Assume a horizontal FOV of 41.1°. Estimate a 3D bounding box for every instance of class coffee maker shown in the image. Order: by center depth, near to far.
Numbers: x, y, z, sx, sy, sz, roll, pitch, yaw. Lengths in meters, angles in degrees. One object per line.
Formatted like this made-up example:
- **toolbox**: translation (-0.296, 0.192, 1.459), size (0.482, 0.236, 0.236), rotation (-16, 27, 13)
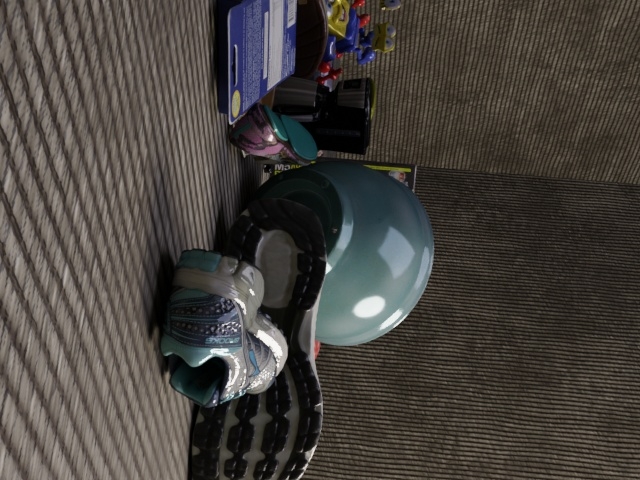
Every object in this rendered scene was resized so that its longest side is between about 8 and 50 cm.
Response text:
- **coffee maker**: translation (-0.005, -0.197, 1.432), size (0.171, 0.178, 0.120), rotation (90, 6, -55)

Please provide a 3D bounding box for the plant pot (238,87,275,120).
- **plant pot**: translation (-0.084, -0.265, 1.214), size (0.236, 0.032, 0.236), rotation (6, 90, -87)

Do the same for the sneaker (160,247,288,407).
- **sneaker**: translation (-0.113, 0.118, 0.893), size (0.283, 0.110, 0.122), rotation (76, 31, -61)

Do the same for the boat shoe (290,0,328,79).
- **boat shoe**: translation (-0.033, -0.396, 1.409), size (0.095, 0.095, 0.257), rotation (-91, -177, -55)

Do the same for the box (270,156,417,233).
- **box**: translation (0.036, -0.045, 1.592), size (0.060, 0.270, 0.216), rotation (-25, 119, -85)

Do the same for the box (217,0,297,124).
- **box**: translation (-0.080, -0.239, 1.034), size (0.225, 0.037, 0.136), rotation (-57, 154, -58)

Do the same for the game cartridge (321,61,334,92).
- **game cartridge**: translation (0.000, -0.436, 2.282), size (0.355, 0.068, 0.230), rotation (-63, 162, -82)

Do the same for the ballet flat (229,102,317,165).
- **ballet flat**: translation (-0.071, -0.138, 1.185), size (0.076, 0.079, 0.221), rotation (68, 13, 8)

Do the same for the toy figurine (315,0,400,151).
- **toy figurine**: translation (-0.008, -0.367, 1.549), size (0.217, 0.191, 0.362), rotation (31, 58, -36)

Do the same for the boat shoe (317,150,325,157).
- **boat shoe**: translation (-0.040, -0.058, 1.822), size (0.116, 0.123, 0.324), rotation (22, -59, 58)

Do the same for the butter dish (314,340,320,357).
- **butter dish**: translation (-0.043, 0.149, 1.493), size (0.160, 0.118, 0.160), rotation (59, 23, -28)

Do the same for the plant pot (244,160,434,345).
- **plant pot**: translation (0.000, 0.000, 1.305), size (0.196, 0.293, 0.293), rotation (29, 63, -56)

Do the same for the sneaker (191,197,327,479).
- **sneaker**: translation (-0.080, 0.159, 1.126), size (0.182, 0.158, 0.410), rotation (141, -40, -75)

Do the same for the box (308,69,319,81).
- **box**: translation (-0.031, -0.358, 1.794), size (0.232, 0.059, 0.183), rotation (81, 14, -80)
